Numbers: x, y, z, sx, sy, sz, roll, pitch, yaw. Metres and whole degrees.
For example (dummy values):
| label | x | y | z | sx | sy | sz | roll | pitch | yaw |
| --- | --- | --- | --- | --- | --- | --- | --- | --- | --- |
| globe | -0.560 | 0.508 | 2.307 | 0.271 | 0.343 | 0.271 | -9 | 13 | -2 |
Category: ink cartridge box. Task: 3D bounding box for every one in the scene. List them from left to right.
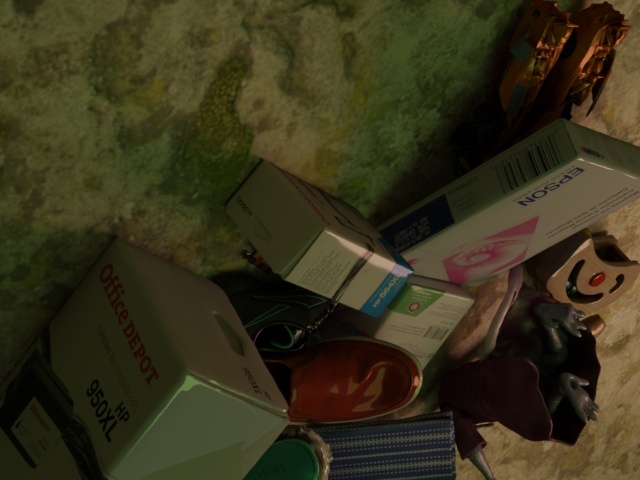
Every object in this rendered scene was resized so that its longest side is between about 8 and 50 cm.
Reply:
| label | x | y | z | sx | sy | sz | roll | pitch | yaw |
| --- | --- | --- | --- | --- | --- | --- | --- | --- | --- |
| ink cartridge box | -0.253 | 0.237 | 1.566 | 0.166 | 0.285 | 0.395 | 30 | 105 | -37 |
| ink cartridge box | 0.000 | 0.000 | 1.677 | 0.086 | 0.148 | 0.203 | -50 | 142 | 11 |
| ink cartridge box | 0.094 | 0.130 | 1.933 | 0.154 | 0.093 | 0.212 | 14 | 116 | -47 |
| ink cartridge box | 0.289 | -0.035 | 1.842 | 0.324 | 0.071 | 0.330 | -32 | 153 | 33 |

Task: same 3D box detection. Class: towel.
| label | x | y | z | sx | sy | sz | roll | pitch | yaw |
| --- | --- | --- | --- | --- | --- | --- | --- | --- | --- |
| towel | 0.100 | 0.386 | 2.171 | 0.243 | 0.040 | 0.336 | -6 | 137 | 1 |

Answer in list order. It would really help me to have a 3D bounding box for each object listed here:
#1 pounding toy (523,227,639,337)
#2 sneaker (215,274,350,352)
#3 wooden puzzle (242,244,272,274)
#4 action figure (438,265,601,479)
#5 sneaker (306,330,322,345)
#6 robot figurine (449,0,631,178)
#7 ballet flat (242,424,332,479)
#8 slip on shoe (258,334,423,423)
| label | x | y | z | sx | sy | sz | roll | pitch | yaw |
| --- | --- | --- | --- | --- | --- | --- | --- | --- | --- |
| pounding toy | 0.433 | 0.068 | 2.112 | 0.154 | 0.155 | 0.269 | -37 | 143 | 1 |
| sneaker | -0.032 | 0.098 | 1.778 | 0.267 | 0.106 | 0.101 | -11 | 140 | -34 |
| wooden puzzle | -0.066 | 0.017 | 1.753 | 0.049 | 0.006 | 0.083 | -46 | 143 | 6 |
| action figure | 0.264 | 0.237 | 2.089 | 0.370 | 0.276 | 0.248 | -29 | -153 | 55 |
| sneaker | -0.072 | 0.209 | 1.869 | 0.221 | 0.087 | 0.083 | -49 | 141 | 13 |
| robot figurine | 0.290 | -0.182 | 1.799 | 0.211 | 0.085 | 0.291 | -5 | 130 | -35 |
| ballet flat | -0.178 | 0.350 | 1.851 | 0.409 | 0.147 | 0.147 | -15 | 140 | 2 |
| slip on shoe | -0.025 | 0.193 | 1.777 | 0.331 | 0.101 | 0.123 | 1 | 102 | -9 |
